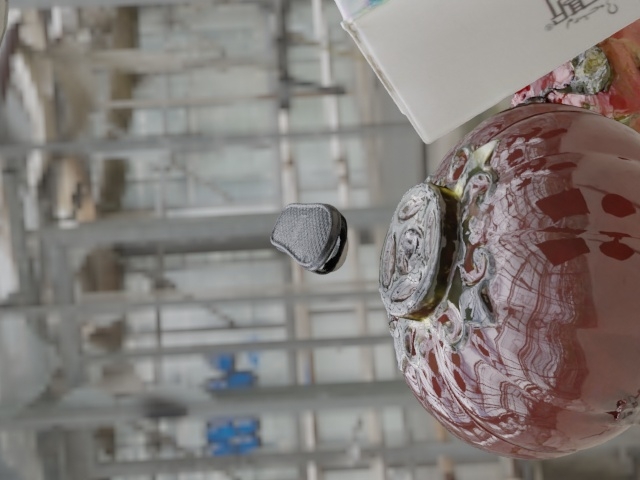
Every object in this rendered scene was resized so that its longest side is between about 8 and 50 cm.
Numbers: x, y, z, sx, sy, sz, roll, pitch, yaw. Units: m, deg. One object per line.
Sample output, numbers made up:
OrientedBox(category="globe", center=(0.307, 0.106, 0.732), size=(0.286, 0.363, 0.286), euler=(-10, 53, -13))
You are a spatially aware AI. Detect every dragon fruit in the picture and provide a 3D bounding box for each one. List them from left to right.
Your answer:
OrientedBox(category="dragon fruit", center=(0.384, -0.135, 2.198), size=(0.291, 0.250, 0.269), euler=(57, -164, 12))

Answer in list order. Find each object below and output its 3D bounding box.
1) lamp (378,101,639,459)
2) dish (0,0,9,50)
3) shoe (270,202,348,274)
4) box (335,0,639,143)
OrientedBox(category="lamp", center=(0.186, 0.034, 1.533), size=(0.303, 0.257, 0.303), euler=(-167, 90, -70))
OrientedBox(category="dish", center=(-0.388, -0.312, 1.749), size=(0.316, 0.106, 0.316), euler=(47, 180, 0))
OrientedBox(category="shoe", center=(0.000, 0.000, 1.658), size=(0.062, 0.053, 0.159), euler=(-61, 21, -3))
OrientedBox(category="box", center=(0.130, -0.215, 1.133), size=(0.116, 0.274, 0.203), euler=(54, -171, -39))
